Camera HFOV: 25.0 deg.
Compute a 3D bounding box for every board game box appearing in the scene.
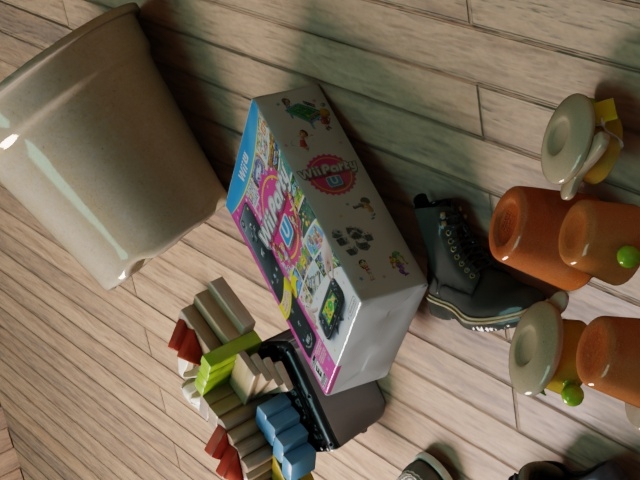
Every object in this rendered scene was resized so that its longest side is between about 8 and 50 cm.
[{"bbox_3d":[0.000,0.000,1.745,0.303,0.097,0.224,62,154,28],"label":"board game box"}]

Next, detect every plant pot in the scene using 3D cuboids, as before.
[{"bbox_3d":[-0.301,-0.112,2.030,0.305,0.334,0.334,53,152,-4],"label":"plant pot"}]

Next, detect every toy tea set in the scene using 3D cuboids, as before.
[{"bbox_3d":[0.255,0.038,1.290,0.200,0.124,0.336,124,153,-44],"label":"toy tea set"}]

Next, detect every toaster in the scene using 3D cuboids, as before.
[{"bbox_3d":[-0.017,0.192,1.965,0.168,0.110,0.186,-21,95,62],"label":"toaster"}]

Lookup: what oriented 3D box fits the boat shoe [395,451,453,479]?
[{"bbox_3d":[0.121,0.406,1.924,0.109,0.091,0.305,42,145,35],"label":"boat shoe"}]

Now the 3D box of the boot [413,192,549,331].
[{"bbox_3d":[0.164,0.020,1.561,0.198,0.077,0.137,4,111,58],"label":"boot"}]

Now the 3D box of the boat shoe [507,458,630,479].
[{"bbox_3d":[0.251,0.290,1.607,0.285,0.103,0.092,-20,90,58],"label":"boat shoe"}]

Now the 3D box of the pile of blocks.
[{"bbox_3d":[-0.104,0.236,1.911,0.362,0.112,0.149,64,153,0],"label":"pile of blocks"}]

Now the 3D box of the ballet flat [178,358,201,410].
[{"bbox_3d":[-0.190,0.213,2.309,0.086,0.086,0.248,40,144,37],"label":"ballet flat"}]
